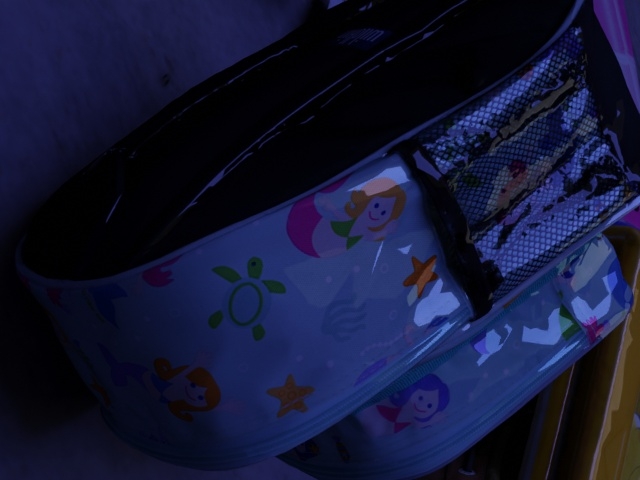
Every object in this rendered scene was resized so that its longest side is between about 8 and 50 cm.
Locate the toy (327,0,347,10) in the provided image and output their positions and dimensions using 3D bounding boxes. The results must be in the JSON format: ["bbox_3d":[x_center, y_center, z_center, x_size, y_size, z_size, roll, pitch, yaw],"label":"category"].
[{"bbox_3d":[0.025,-0.064,0.767,0.137,0.056,0.237,45,35,-24],"label":"toy"}]

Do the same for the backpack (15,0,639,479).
[{"bbox_3d":[0.000,0.000,0.525,0.254,0.225,0.191,-30,109,-26],"label":"backpack"}]

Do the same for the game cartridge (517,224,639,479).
[{"bbox_3d":[0.229,0.187,0.774,0.324,0.053,0.285,38,62,-43],"label":"game cartridge"}]

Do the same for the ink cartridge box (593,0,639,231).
[{"bbox_3d":[0.166,-0.099,0.813,0.176,0.069,0.370,23,58,-45],"label":"ink cartridge box"}]

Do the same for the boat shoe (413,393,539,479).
[{"bbox_3d":[0.132,0.162,0.796,0.307,0.104,0.110,-24,98,-58],"label":"boat shoe"}]
